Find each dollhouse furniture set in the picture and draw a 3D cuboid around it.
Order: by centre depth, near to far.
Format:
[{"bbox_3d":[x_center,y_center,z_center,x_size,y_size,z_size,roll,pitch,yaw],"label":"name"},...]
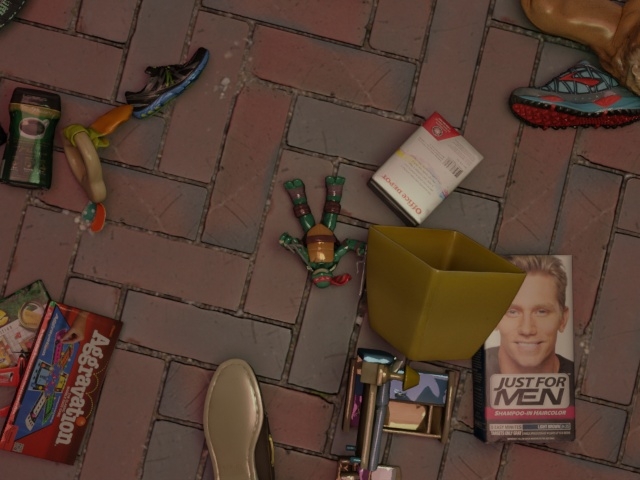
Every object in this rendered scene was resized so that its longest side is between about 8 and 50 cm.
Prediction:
[{"bbox_3d":[0.145,0.343,1.738,0.198,0.303,0.286,7,87,-2],"label":"dollhouse furniture set"}]

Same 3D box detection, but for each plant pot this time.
[{"bbox_3d":[0.200,0.100,1.761,0.212,0.212,0.187,4,110,-33],"label":"plant pot"}]

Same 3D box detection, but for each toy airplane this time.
[{"bbox_3d":[-0.553,0.272,1.827,0.151,0.028,0.151,-5,104,-21],"label":"toy airplane"}]

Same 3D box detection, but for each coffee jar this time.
[{"bbox_3d":[-0.539,-0.189,1.841,0.096,0.079,0.184,9,87,-17],"label":"coffee jar"}]

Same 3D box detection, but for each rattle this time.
[{"bbox_3d":[-0.399,-0.134,1.856,0.142,0.130,0.200,-31,104,-43],"label":"rattle"}]

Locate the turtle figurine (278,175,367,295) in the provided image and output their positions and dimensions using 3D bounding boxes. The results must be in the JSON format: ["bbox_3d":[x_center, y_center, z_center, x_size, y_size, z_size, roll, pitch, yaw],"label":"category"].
[{"bbox_3d":[0.000,0.000,1.842,0.175,0.118,0.234,0,70,-19],"label":"turtle figurine"}]

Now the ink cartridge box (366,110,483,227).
[{"bbox_3d":[0.191,-0.127,1.851,0.176,0.127,0.128,-45,89,-5],"label":"ink cartridge box"}]

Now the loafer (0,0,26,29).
[{"bbox_3d":[-0.591,-0.513,1.865,0.109,0.095,0.303,31,90,-31],"label":"loafer"}]

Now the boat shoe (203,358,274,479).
[{"bbox_3d":[-0.141,0.379,1.826,0.116,0.096,0.324,-7,86,17],"label":"boat shoe"}]

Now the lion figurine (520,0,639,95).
[{"bbox_3d":[0.509,-0.420,1.860,0.392,0.142,0.240,22,77,15],"label":"lion figurine"}]

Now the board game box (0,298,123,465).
[{"bbox_3d":[-0.478,0.263,1.824,0.145,0.027,0.281,20,86,-26],"label":"board game box"}]

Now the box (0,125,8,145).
[{"bbox_3d":[-0.665,-0.235,1.800,0.093,0.158,0.156,-33,89,-4],"label":"box"}]

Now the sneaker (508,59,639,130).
[{"bbox_3d":[0.486,-0.283,1.903,0.261,0.104,0.125,2,70,-7],"label":"sneaker"}]

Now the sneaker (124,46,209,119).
[{"bbox_3d":[-0.289,-0.307,1.867,0.188,0.067,0.078,-37,96,-1],"label":"sneaker"}]

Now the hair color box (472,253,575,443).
[{"bbox_3d":[0.378,0.200,1.856,0.173,0.105,0.347,-1,87,-3],"label":"hair color box"}]

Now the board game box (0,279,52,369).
[{"bbox_3d":[-0.608,0.192,1.847,0.259,0.030,0.136,-29,87,-4],"label":"board game box"}]
